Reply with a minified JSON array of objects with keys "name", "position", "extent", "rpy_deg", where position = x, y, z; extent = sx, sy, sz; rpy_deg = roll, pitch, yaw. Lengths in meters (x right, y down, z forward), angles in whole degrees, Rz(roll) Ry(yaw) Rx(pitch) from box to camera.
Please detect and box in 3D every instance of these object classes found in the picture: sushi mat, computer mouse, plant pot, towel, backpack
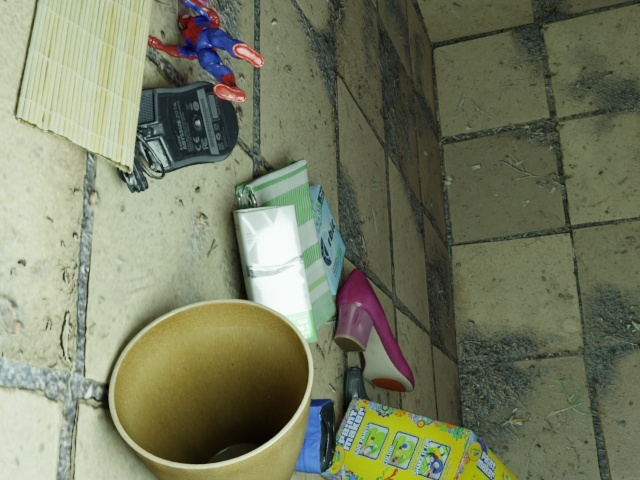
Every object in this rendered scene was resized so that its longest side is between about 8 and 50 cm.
[{"name":"sushi mat","position":[-0.271,-0.246,0.971],"extent":[0.151,0.019,0.317],"rpy_deg":[24,56,-40]},{"name":"computer mouse","position":[-0.214,-0.163,1.124],"extent":[0.272,0.072,0.189],"rpy_deg":[-15,95,-61]},{"name":"plant pot","position":[-0.115,0.245,1.020],"extent":[0.237,0.237,0.254],"rpy_deg":[-80,168,-45]},{"name":"towel","position":[-0.052,0.026,1.512],"extent":[0.248,0.038,0.325],"rpy_deg":[-37,117,-60]},{"name":"backpack","position":[-0.023,0.342,1.410],"extent":[0.098,0.101,0.120],"rpy_deg":[0,86,-70]}]

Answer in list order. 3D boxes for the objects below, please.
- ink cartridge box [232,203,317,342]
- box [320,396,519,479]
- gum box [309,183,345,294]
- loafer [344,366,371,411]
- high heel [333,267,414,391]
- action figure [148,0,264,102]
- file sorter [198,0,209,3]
[{"name":"ink cartridge box","position":[-0.077,0.052,1.306],"extent":[0.160,0.092,0.220],"rpy_deg":[-165,-114,-80]},{"name":"box","position":[0.204,0.479,1.625],"extent":[0.290,0.279,0.177],"rpy_deg":[48,59,-44]},{"name":"gum box","position":[0.000,0.000,1.732],"extent":[0.157,0.041,0.184],"rpy_deg":[-75,150,-50]},{"name":"loafer","position":[0.100,0.390,1.797],"extent":[0.076,0.078,0.223],"rpy_deg":[14,68,-71]},{"name":"high heel","position":[0.149,0.227,1.927],"extent":[0.377,0.127,0.181],"rpy_deg":[53,43,-49]},{"name":"action figure","position":[-0.188,-0.294,1.153],"extent":[0.139,0.091,0.280],"rpy_deg":[22,16,-30]},{"name":"file sorter","position":[-0.094,-0.515,1.287],"extent":[0.202,0.290,0.182],"rpy_deg":[49,39,-59]}]
